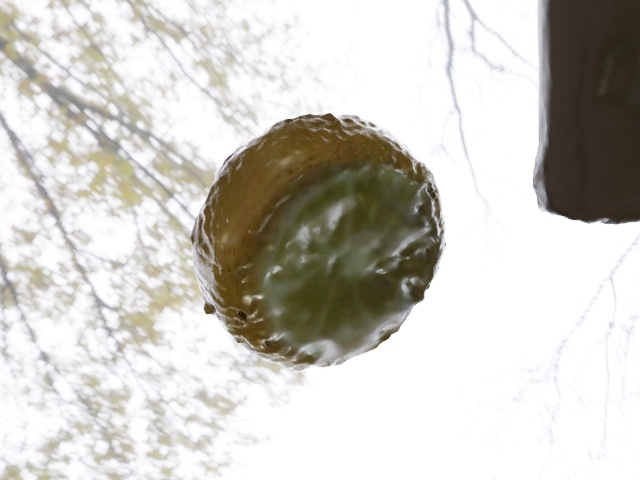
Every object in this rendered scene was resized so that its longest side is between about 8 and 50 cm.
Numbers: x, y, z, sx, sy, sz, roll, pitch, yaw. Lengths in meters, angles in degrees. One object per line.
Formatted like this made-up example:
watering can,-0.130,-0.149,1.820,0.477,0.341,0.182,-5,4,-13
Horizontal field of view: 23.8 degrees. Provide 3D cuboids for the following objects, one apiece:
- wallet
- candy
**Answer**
wallet,0.228,-0.221,0.921,0.228,0.062,0.406,-8,-77,-23
candy,0.000,0.000,1.475,0.260,0.260,0.118,-47,-141,-1
